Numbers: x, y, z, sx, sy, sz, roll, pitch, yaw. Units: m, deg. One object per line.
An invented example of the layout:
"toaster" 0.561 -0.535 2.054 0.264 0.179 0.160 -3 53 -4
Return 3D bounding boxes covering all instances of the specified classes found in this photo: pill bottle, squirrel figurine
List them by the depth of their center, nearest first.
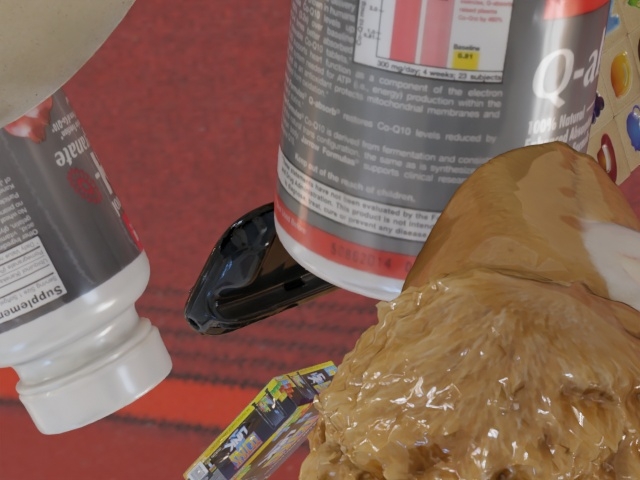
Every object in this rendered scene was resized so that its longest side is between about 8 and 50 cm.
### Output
"squirrel figurine" 0.087 0.185 0.877 0.281 0.397 0.370 34 114 22
"pill bottle" 0.085 -0.157 1.112 0.210 0.210 0.363 21 119 30
"pill bottle" -0.253 -0.003 1.442 0.176 0.176 0.318 -17 104 35

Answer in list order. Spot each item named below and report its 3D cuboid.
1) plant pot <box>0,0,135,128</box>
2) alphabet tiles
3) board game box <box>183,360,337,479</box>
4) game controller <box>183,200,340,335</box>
"plant pot" -0.232 -0.218 0.909 0.284 0.191 0.284 -19 55 31
"alphabet tiles" 0.269 -0.213 1.546 0.011 0.342 0.285 -1 117 43
"board game box" -0.058 0.217 1.921 0.048 0.141 0.170 50 114 17
"game controller" 0.000 0.000 1.720 0.067 0.319 0.166 41 130 27
